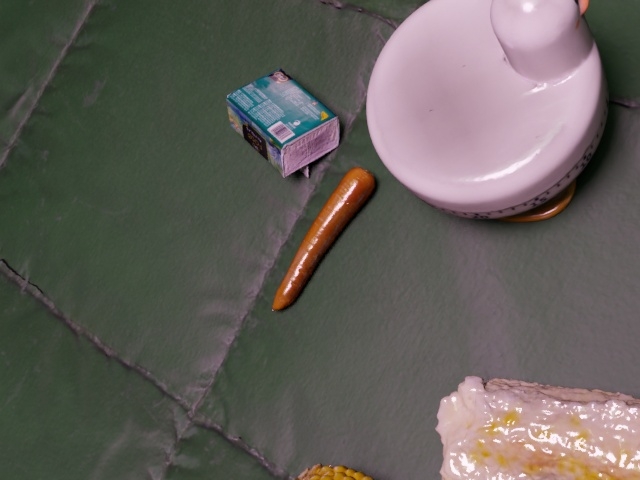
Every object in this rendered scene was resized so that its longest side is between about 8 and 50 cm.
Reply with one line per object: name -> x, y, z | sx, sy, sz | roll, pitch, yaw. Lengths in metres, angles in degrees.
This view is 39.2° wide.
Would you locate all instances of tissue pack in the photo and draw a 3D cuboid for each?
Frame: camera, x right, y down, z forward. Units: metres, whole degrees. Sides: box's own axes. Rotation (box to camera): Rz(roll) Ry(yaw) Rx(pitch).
tissue pack -> -0.043, -0.131, 1.049 | 0.085, 0.079, 0.111 | -32, 57, -23

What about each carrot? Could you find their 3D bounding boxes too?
carrot -> 0.000, 0.000, 1.007 | 0.037, 0.037, 0.190 | 36, 95, 31

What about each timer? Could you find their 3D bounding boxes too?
timer -> 0.154, -0.143, 0.854 | 0.233, 0.240, 0.234 | -8, 71, 24

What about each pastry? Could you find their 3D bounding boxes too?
pastry -> 0.232, 0.186, 0.795 | 0.258, 0.089, 0.122 | 1, 76, 28

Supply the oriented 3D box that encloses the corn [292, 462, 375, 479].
corn -> 0.088, 0.296, 0.805 | 0.305, 0.106, 0.106 | 20, 83, 39
